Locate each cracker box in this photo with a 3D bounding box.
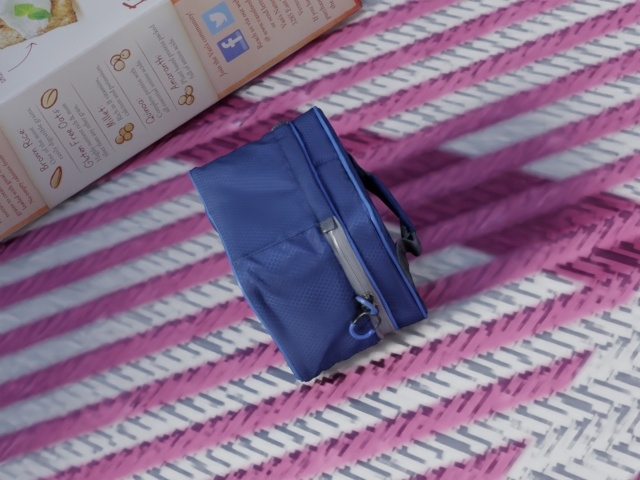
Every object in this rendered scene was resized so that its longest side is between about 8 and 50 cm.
[{"bbox_3d":[-0.117,-0.102,0.835,0.232,0.067,0.156,-34,40,-5],"label":"cracker box"}]

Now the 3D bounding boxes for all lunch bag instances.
[{"bbox_3d":[0.000,0.000,0.664,0.065,0.067,0.098,-29,42,1],"label":"lunch bag"}]
